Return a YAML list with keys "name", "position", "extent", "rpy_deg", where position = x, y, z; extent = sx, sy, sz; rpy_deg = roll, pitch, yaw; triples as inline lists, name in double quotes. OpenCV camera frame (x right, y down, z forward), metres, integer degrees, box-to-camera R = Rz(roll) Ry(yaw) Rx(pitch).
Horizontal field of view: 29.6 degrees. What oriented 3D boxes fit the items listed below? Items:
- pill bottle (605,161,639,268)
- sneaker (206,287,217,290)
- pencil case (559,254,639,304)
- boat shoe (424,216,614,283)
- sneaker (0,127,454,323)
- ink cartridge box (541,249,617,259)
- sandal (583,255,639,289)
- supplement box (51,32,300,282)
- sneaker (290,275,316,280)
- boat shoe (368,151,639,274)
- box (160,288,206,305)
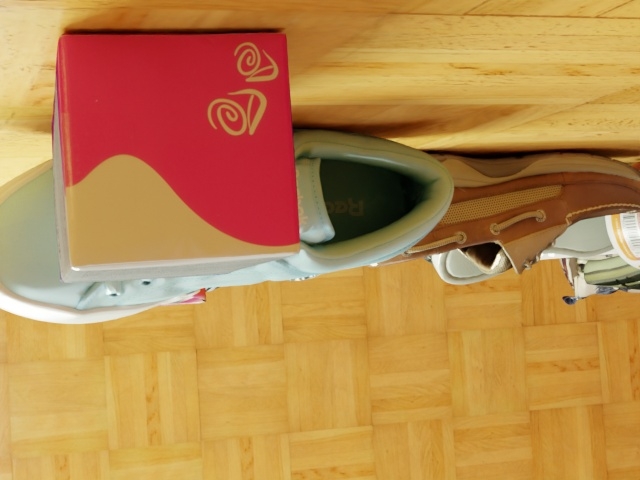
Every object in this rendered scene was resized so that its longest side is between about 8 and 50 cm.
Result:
- name: "pill bottle"
  position: [0.406, -0.033, 1.227]
  extent: [0.121, 0.121, 0.216]
  rpy_deg: [-2, 177, -33]
- name: "sneaker"
  position: [-0.123, -0.022, 1.433]
  extent: [0.083, 0.098, 0.224]
  rpy_deg: [-9, 157, -39]
- name: "pencil case"
  position: [0.583, 0.013, 1.910]
  extent: [0.410, 0.159, 0.183]
  rpy_deg: [-3, -149, 11]
- name: "boat shoe"
  position: [0.247, -0.036, 1.364]
  extent: [0.303, 0.114, 0.091]
  rpy_deg: [-9, -139, -23]
- name: "sneaker"
  position: [-0.068, -0.028, 0.880]
  extent: [0.366, 0.135, 0.150]
  rpy_deg: [-12, 174, -28]
- name: "ink cartridge box"
  position: [0.429, -0.015, 1.694]
  extent: [0.296, 0.066, 0.261]
  rpy_deg: [-6, -171, 29]
- name: "sandal"
  position: [0.426, 0.004, 1.394]
  extent: [0.120, 0.086, 0.303]
  rpy_deg: [15, 165, -36]
- name: "supplement box"
  position: [-0.089, -0.036, 0.662]
  extent: [0.114, 0.111, 0.220]
  rpy_deg: [-3, 178, -12]
- name: "sneaker"
  position: [-0.054, -0.017, 1.530]
  extent: [0.283, 0.110, 0.122]
  rpy_deg: [-2, -164, 44]
- name: "boat shoe"
  position: [0.173, -0.024, 1.185]
  extent: [0.324, 0.116, 0.123]
  rpy_deg: [-2, 177, -20]
- name: "box"
  position: [-0.224, 0.016, 1.423]
  extent: [0.123, 0.128, 0.257]
  rpy_deg: [-3, 178, -20]
